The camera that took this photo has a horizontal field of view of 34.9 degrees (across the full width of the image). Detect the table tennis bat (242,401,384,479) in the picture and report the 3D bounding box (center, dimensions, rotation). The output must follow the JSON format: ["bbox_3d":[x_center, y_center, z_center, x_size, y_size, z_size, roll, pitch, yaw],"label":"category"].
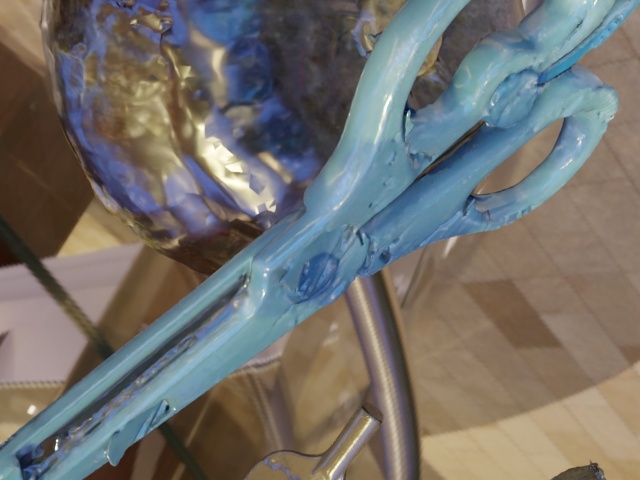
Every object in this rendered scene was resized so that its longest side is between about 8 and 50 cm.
[{"bbox_3d":[-0.009,0.255,1.016,0.131,0.022,0.234,42,112,17],"label":"table tennis bat"}]

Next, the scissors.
[{"bbox_3d":[0.000,0.000,0.476,0.032,0.393,0.180,48,172,39],"label":"scissors"}]

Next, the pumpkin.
[{"bbox_3d":[-0.028,-0.176,0.928,0.454,0.454,0.344,43,162,-27],"label":"pumpkin"}]

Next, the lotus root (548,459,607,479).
[{"bbox_3d":[0.159,0.242,0.737,0.144,0.143,0.070,-21,113,25],"label":"lotus root"}]
